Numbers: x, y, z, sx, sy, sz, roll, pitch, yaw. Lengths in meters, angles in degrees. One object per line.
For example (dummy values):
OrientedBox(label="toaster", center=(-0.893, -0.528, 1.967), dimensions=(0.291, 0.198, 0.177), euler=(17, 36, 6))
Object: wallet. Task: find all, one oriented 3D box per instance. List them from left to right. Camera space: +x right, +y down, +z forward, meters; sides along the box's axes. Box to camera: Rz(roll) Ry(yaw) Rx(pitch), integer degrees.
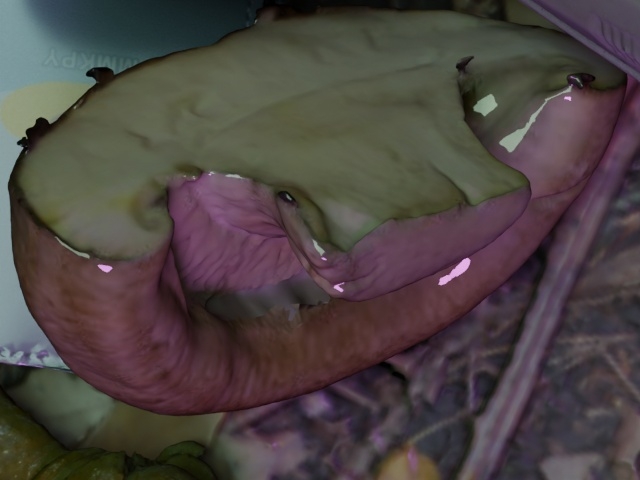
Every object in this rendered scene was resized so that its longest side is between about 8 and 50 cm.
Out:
OrientedBox(label="wallet", center=(-0.102, -0.049, 0.880), dimensions=(0.170, 0.069, 0.231), euler=(6, 88, -2))

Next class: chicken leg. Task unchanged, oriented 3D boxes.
OrientedBox(label="chicken leg", center=(-0.102, 0.128, 0.855), dimensions=(0.228, 0.088, 0.103), euler=(44, 105, 22))

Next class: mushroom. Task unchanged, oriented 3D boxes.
OrientedBox(label="mushroom", center=(0.000, 0.000, 0.795), dimensions=(0.286, 0.151, 0.156), euler=(-18, 42, -28))

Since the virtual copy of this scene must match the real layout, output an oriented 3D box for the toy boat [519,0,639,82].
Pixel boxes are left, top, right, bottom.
OrientedBox(label="toy boat", center=(0.153, -0.130, 0.766), dimensions=(0.141, 0.269, 0.140), euler=(-3, 108, -10))
